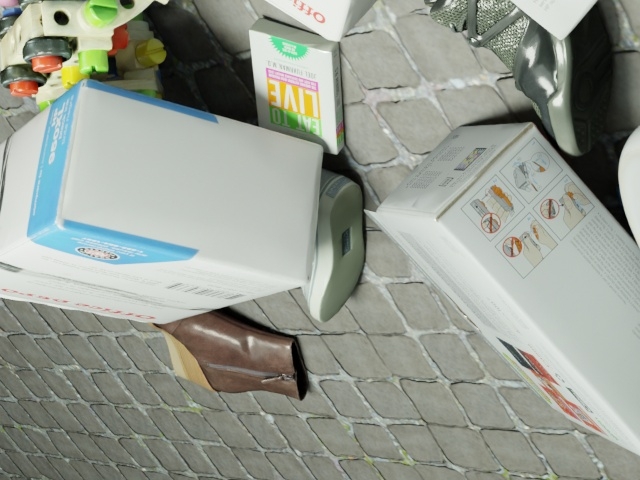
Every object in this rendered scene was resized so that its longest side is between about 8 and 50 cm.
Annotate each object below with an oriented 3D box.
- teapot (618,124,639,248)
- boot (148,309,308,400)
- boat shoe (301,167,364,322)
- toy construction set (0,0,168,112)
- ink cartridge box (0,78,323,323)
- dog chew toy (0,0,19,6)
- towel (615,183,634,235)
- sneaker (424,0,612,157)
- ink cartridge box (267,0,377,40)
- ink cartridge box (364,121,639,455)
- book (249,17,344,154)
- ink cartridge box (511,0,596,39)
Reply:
[{"bbox_3d":[0.370,-0.032,1.078,0.252,0.187,0.256,57,173,24],"label":"teapot"},{"bbox_3d":[-0.128,0.118,1.870,0.207,0.090,0.248,6,135,23],"label":"boot"},{"bbox_3d":[-0.001,0.000,1.588,0.081,0.079,0.227,34,144,26],"label":"boat shoe"},{"bbox_3d":[-0.223,-0.219,1.427,0.327,0.215,0.151,-46,53,57],"label":"toy construction set"},{"bbox_3d":[-0.219,-0.025,1.544,0.285,0.166,0.395,14,164,-28],"label":"ink cartridge box"},{"bbox_3d":[-0.426,-0.354,1.467,0.332,0.206,0.206,24,145,10],"label":"dog chew toy"},{"bbox_3d":[0.334,-0.028,1.250,0.119,0.029,0.067,6,135,42],"label":"towel"},{"bbox_3d":[0.173,-0.178,1.180,0.130,0.087,0.227,7,132,43],"label":"sneaker"},{"bbox_3d":[-0.004,-0.298,1.205,0.148,0.086,0.203,34,148,9],"label":"ink cartridge box"},{"bbox_3d":[0.212,0.039,1.325,0.309,0.130,0.272,47,173,-12],"label":"ink cartridge box"},{"bbox_3d":[-0.022,-0.163,1.445,0.096,0.035,0.144,19,142,22],"label":"book"},{"bbox_3d":[0.142,-0.322,0.912,0.270,0.197,0.198,39,142,1],"label":"ink cartridge box"}]
